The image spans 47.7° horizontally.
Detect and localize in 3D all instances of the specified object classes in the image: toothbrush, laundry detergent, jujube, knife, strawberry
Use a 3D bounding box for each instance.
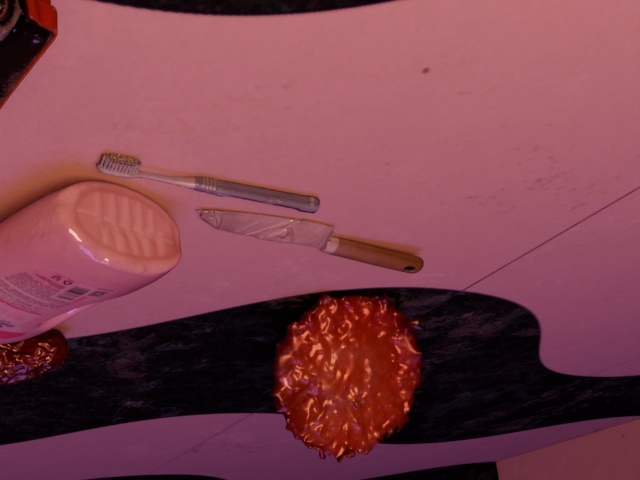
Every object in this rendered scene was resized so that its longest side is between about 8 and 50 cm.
[{"bbox_3d":[-0.094,-0.051,0.664,0.219,0.016,0.019,10,140,-31],"label":"toothbrush"},{"bbox_3d":[-0.296,0.045,0.722,0.335,0.088,0.159,-24,150,32],"label":"laundry detergent"},{"bbox_3d":[-0.387,0.144,0.919,0.129,0.077,0.077,-8,157,-27],"label":"jujube"},{"bbox_3d":[0.000,-0.002,0.790,0.297,0.017,0.047,13,146,-30],"label":"knife"},{"bbox_3d":[0.022,0.171,1.023,0.233,0.234,0.178,2,-179,-20],"label":"strawberry"}]

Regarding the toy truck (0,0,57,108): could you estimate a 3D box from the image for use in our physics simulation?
[{"bbox_3d":[-0.257,-0.140,0.322,0.252,0.114,0.107,15,147,-42],"label":"toy truck"}]
